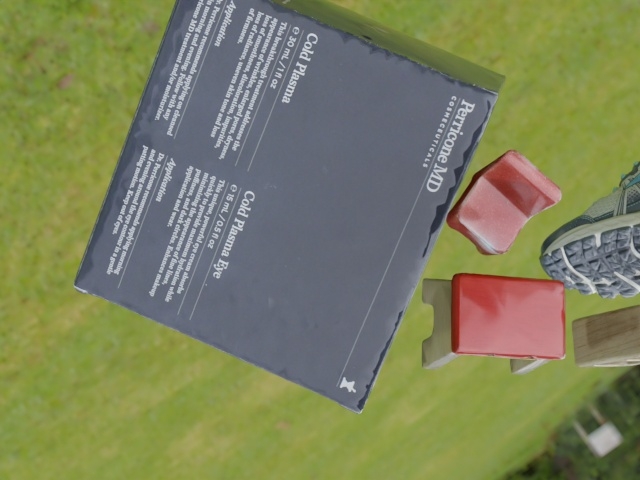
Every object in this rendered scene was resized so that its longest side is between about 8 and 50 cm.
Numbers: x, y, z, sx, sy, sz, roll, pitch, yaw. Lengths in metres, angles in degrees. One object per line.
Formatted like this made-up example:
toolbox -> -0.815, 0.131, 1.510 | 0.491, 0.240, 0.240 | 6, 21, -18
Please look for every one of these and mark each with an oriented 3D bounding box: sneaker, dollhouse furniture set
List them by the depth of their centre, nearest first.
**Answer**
dollhouse furniture set -> 0.280, 0.008, 1.185 | 0.374, 0.201, 0.152 | 5, 168, -22
sneaker -> 0.356, -0.039, 1.457 | 0.283, 0.122, 0.110 | -24, 132, 17

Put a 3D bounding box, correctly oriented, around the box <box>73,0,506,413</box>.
box -> -0.026, -0.059, 1.409 | 0.179, 0.312, 0.343 | -46, 160, -74
